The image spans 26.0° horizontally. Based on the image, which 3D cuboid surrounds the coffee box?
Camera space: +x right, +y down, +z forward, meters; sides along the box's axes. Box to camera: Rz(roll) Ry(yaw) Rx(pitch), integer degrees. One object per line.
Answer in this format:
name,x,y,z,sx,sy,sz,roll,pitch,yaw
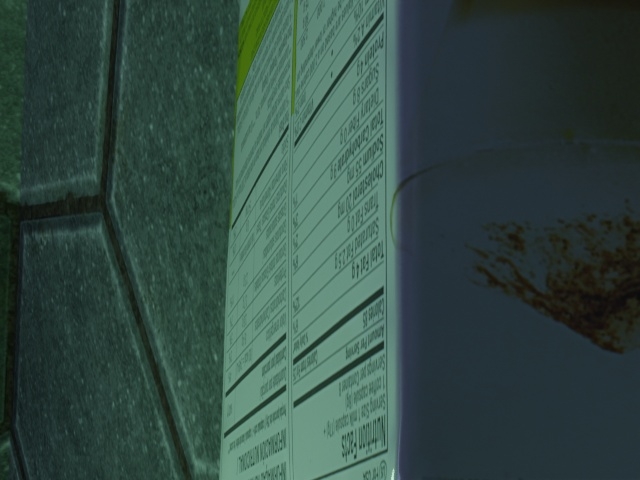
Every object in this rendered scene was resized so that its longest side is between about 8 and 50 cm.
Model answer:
coffee box,0.149,-0.025,0.602,0.338,0.338,0.334,131,142,-70
